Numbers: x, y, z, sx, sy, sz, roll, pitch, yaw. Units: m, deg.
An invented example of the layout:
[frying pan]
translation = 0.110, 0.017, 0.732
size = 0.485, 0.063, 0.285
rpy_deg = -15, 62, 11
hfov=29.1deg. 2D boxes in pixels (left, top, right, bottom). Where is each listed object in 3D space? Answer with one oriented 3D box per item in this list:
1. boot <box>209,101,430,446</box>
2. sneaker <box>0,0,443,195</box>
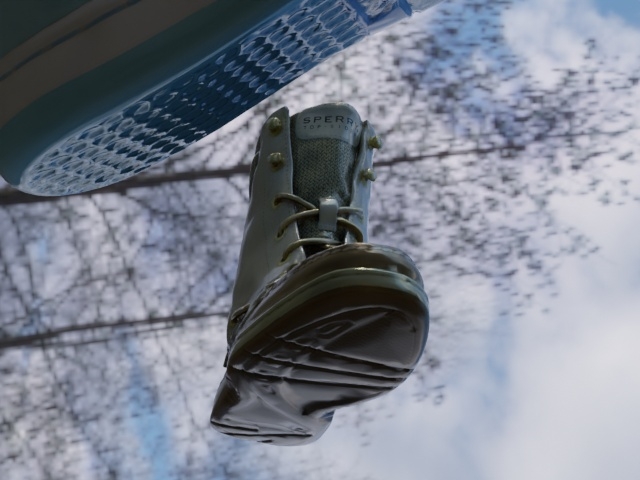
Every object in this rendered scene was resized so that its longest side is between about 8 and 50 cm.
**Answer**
[boot]
translation = 0.000, 0.000, 0.603
size = 0.213, 0.077, 0.165
rpy_deg = 126, -25, -63
[sneaker]
translation = -0.029, -0.179, 0.487
size = 0.208, 0.319, 0.127
rpy_deg = 61, 1, 12
